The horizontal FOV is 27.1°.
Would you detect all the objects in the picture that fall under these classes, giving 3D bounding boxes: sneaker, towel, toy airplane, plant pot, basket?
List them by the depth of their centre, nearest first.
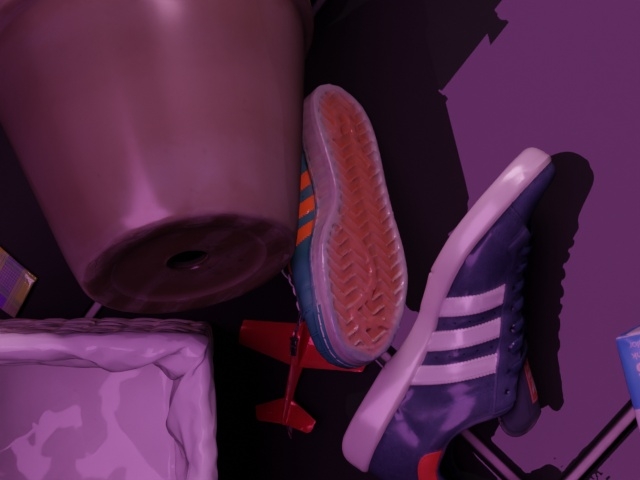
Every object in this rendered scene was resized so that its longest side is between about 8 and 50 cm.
[{"bbox_3d":[-0.144,-0.098,1.190,0.323,0.323,0.280,-24,63,23],"label":"plant pot"},{"bbox_3d":[0.159,0.089,1.235,0.148,0.131,0.350,29,108,11],"label":"sneaker"},{"bbox_3d":[0.000,0.000,1.268,0.121,0.108,0.302,-37,45,37],"label":"sneaker"},{"bbox_3d":[-0.260,0.241,1.283,0.331,0.266,0.328,-1,92,-3],"label":"basket"},{"bbox_3d":[-0.028,0.131,1.362,0.151,0.028,0.151,1,92,26],"label":"toy airplane"},{"bbox_3d":[-0.364,0.042,1.517,0.083,0.009,0.060,36,105,18],"label":"towel"}]

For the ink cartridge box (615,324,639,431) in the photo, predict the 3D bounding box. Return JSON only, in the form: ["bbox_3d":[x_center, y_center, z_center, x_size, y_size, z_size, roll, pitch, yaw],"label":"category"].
[{"bbox_3d":[0.387,0.178,1.088,0.197,0.198,0.270,-16,85,23],"label":"ink cartridge box"}]
